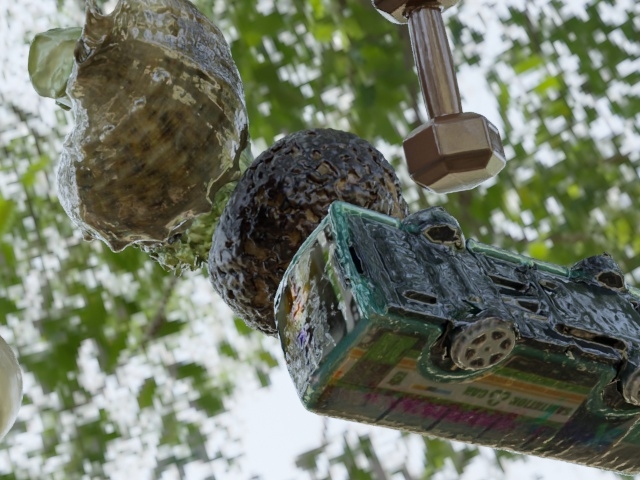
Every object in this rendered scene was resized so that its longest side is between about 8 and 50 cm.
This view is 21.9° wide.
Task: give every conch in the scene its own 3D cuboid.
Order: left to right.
[{"bbox_3d":[-0.146,-0.100,1.541,0.210,0.159,0.291,-32,-32,-26],"label":"conch"}]

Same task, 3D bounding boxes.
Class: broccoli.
[{"bbox_3d":[-0.196,-0.113,2.033,0.353,0.275,0.397,23,-11,-3],"label":"broccoli"}]

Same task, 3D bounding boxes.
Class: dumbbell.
[{"bbox_3d":[0.104,-0.160,1.507,0.082,0.231,0.092,-17,-18,18],"label":"dumbbell"}]

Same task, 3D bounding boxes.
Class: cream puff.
[{"bbox_3d":[0.000,0.000,1.741,0.239,0.164,0.239,-37,-38,-36],"label":"cream puff"}]

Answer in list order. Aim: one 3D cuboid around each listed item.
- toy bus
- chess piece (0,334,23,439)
[{"bbox_3d":[0.097,0.056,0.858,0.261,0.091,0.109,16,-51,-33],"label":"toy bus"},{"bbox_3d":[-0.334,0.043,1.226,0.167,0.167,0.300,-30,-68,10],"label":"chess piece"}]
